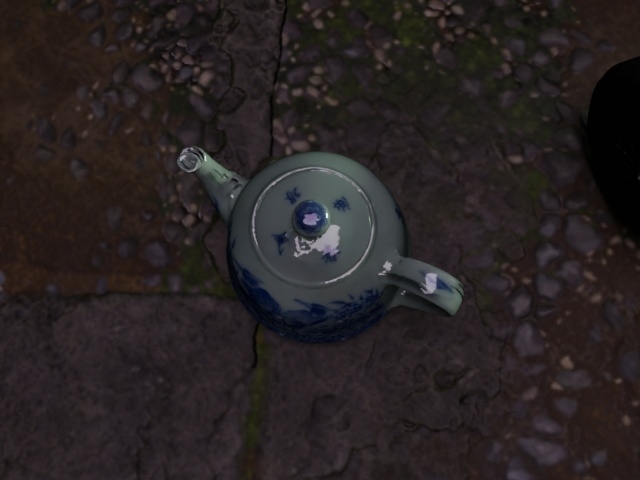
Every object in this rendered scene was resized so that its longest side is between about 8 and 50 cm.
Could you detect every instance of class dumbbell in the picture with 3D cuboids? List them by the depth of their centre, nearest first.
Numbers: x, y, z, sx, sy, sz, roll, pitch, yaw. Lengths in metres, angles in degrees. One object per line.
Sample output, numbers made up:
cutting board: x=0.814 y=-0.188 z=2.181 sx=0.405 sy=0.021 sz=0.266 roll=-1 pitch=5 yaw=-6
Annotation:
dumbbell: x=0.346 y=-0.097 z=0.516 sx=0.218 sy=0.152 sz=0.152 roll=-19 pitch=78 yaw=-2

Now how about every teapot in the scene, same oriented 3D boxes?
teapot: x=0.000 y=0.000 z=0.510 sx=0.232 sy=0.159 sz=0.159 roll=27 pitch=80 yaw=7
